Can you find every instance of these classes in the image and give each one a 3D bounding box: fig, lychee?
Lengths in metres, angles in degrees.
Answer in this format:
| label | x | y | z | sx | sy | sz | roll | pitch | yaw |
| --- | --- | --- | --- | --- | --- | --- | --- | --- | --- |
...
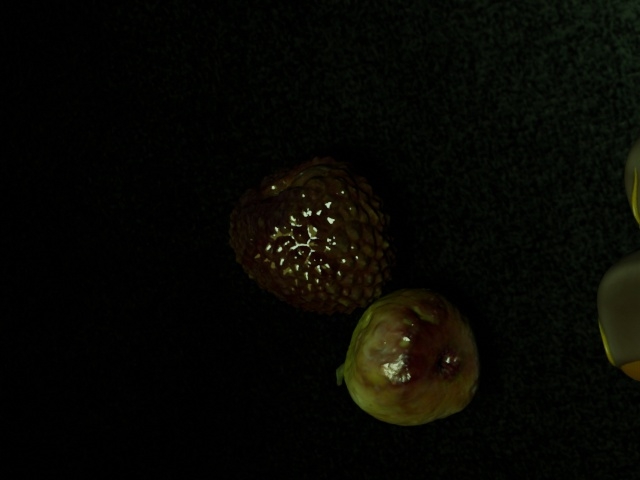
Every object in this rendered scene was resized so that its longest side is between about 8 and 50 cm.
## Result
| label | x | y | z | sx | sy | sz | roll | pitch | yaw |
| --- | --- | --- | --- | --- | --- | --- | --- | --- | --- |
| fig | 0.080 | 0.146 | 1.744 | 0.159 | 0.159 | 0.257 | 61 | 150 | -3 |
| lychee | 0.000 | 0.000 | 1.702 | 0.188 | 0.188 | 0.188 | 14 | 117 | 29 |

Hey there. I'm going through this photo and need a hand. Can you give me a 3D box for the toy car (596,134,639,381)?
| label | x | y | z | sx | sy | sz | roll | pitch | yaw |
| --- | --- | --- | --- | --- | --- | --- | --- | --- | --- |
| toy car | 0.385 | 0.011 | 1.410 | 0.240 | 0.271 | 0.341 | 7 | 112 | 54 |
